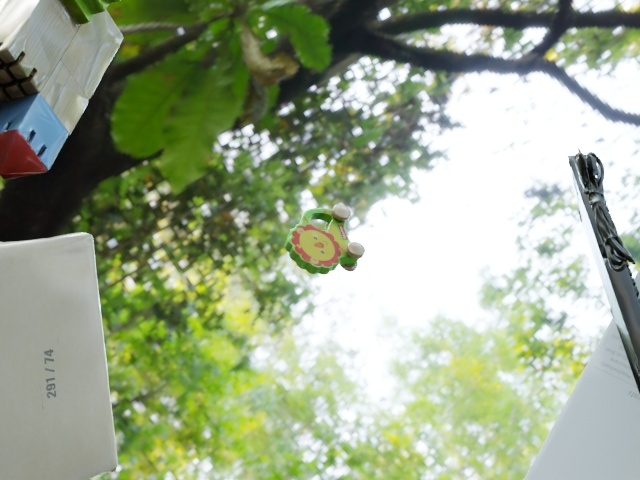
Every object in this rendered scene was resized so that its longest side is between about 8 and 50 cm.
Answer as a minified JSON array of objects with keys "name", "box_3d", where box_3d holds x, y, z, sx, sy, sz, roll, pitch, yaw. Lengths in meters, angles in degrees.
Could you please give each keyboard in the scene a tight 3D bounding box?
[{"name":"keyboard","box_3d":[0.323,0.024,1.246,0.033,0.317,0.202,-16,-42,9]}]

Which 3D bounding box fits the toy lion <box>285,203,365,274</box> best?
[{"name":"toy lion","box_3d":[0.000,0.000,1.385,0.034,0.096,0.100,-61,-144,41]}]

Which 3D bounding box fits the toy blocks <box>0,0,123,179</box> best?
[{"name":"toy blocks","box_3d":[-0.359,-0.113,1.028,0.381,0.261,0.191,-9,-48,26]}]

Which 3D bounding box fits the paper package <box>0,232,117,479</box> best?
[{"name":"paper package","box_3d":[-0.413,0.165,1.400,0.168,0.309,0.325,-3,-86,26]}]

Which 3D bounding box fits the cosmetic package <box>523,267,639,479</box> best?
[{"name":"cosmetic package","box_3d":[0.413,0.240,1.332,0.230,0.453,0.161,32,-4,-33]}]
